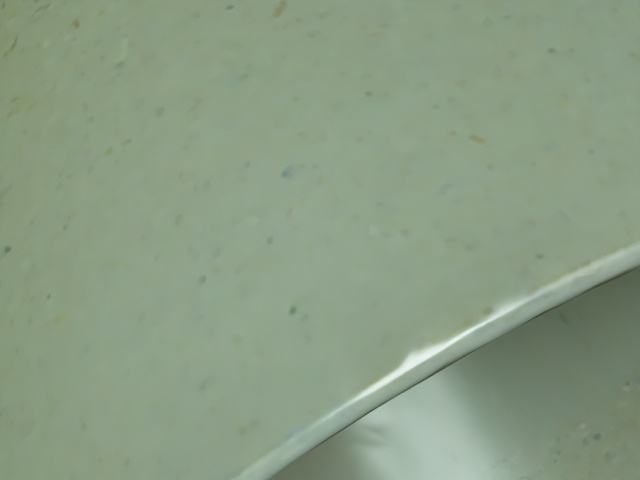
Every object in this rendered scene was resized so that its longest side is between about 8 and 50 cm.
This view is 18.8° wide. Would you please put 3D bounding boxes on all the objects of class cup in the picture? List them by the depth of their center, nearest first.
[{"bbox_3d":[0.000,0.000,0.542,0.331,0.331,0.237,-6,54,-39],"label":"cup"}]
